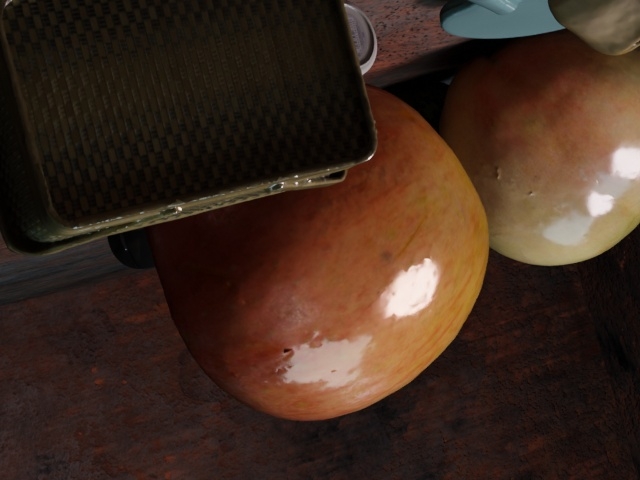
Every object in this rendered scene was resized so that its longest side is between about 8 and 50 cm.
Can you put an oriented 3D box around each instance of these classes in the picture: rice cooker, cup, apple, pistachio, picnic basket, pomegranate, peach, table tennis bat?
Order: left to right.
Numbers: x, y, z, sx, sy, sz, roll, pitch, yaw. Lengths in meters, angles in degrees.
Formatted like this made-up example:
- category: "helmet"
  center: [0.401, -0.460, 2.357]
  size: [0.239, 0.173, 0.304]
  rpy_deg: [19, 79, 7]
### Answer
- category: "rice cooker"
  center: [-0.222, -0.020, 2.209]
  size: [0.165, 0.112, 0.106]
  rpy_deg: [-15, -177, 17]
- category: "picnic basket"
  center: [-0.104, -0.095, 1.059]
  size: [0.266, 0.165, 0.139]
  rpy_deg: [-14, 178, -24]
- category: "cup"
  center: [-0.016, -0.165, 1.287]
  size: [0.099, 0.102, 0.074]
  rpy_deg: [-22, -148, 50]
- category: "apple"
  center: [0.000, 0.000, 1.605]
  size: [0.364, 0.364, 0.364]
  rpy_deg: [-16, 177, -1]
- category: "pomegranate"
  center: [0.132, -0.118, 1.908]
  size: [0.125, 0.163, 0.138]
  rpy_deg: [7, -143, 48]
- category: "table tennis bat"
  center: [0.164, -0.208, 1.345]
  size: [0.149, 0.038, 0.237]
  rpy_deg: [-7, 175, 23]
- category: "peach"
  center: [0.272, -0.111, 1.763]
  size: [0.292, 0.247, 0.292]
  rpy_deg: [-6, 148, -4]
- category: "pistachio"
  center: [0.248, -0.214, 1.239]
  size: [0.113, 0.113, 0.149]
  rpy_deg: [-14, 171, -28]
